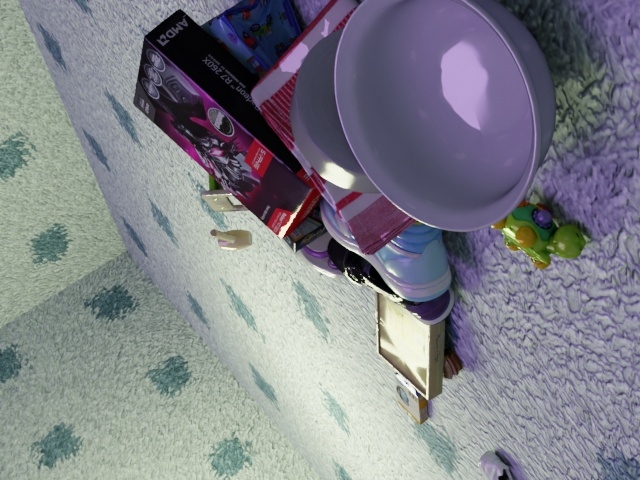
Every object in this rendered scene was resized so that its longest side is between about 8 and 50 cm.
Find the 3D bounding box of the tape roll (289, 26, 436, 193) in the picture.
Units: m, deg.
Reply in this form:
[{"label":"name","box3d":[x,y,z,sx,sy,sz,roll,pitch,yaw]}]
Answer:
[{"label":"tape roll","box3d":[0.071,-0.175,1.274,0.219,0.219,0.072,54,164,9]}]

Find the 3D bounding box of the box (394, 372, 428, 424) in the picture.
[{"label":"box","box3d":[0.201,0.340,2.111,0.081,0.028,0.136,43,155,35]}]

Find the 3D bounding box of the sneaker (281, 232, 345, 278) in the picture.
[{"label":"sneaker","box3d":[0.000,0.000,1.967,0.305,0.114,0.152,42,171,48]}]

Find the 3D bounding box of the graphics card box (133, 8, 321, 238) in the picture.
[{"label":"graphics card box","box3d":[-0.146,-0.186,1.605,0.371,0.094,0.233,44,155,3]}]

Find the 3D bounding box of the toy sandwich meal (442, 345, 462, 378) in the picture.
[{"label":"toy sandwich meal","box3d":[0.237,0.229,1.834,0.085,0.029,0.085,52,162,24]}]

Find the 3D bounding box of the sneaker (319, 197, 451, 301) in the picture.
[{"label":"sneaker","box3d":[0.101,-0.065,1.559,0.319,0.127,0.208,41,149,42]}]

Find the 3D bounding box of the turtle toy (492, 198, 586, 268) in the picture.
[{"label":"turtle toy","box3d":[0.284,-0.010,1.252,0.130,0.066,0.095,38,177,38]}]

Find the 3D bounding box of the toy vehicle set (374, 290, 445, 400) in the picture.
[{"label":"toy vehicle set","box3d":[0.167,0.160,1.811,0.166,0.035,0.266,41,146,41]}]

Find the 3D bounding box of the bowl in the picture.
[{"label":"bowl","box3d":[0.166,-0.170,1.124,0.298,0.134,0.297,29,134,36]}]

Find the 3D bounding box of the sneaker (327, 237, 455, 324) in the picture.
[{"label":"sneaker","box3d":[0.103,0.039,1.678,0.283,0.107,0.124,29,178,40]}]

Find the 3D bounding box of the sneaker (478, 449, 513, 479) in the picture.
[{"label":"sneaker","box3d":[0.358,0.492,1.923,0.061,0.054,0.152,30,148,48]}]

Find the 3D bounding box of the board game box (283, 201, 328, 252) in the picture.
[{"label":"board game box","box3d":[-0.054,-0.113,1.782,0.243,0.165,0.042,50,161,22]}]

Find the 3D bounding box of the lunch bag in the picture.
[{"label":"lunch bag","box3d":[-0.092,-0.263,1.646,0.221,0.138,0.293,-6,119,59]}]

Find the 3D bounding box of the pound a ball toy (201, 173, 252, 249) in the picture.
[{"label":"pound a ball toy","box3d":[-0.170,-0.098,2.027,0.319,0.136,0.208,85,180,-84]}]

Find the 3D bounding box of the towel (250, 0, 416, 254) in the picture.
[{"label":"towel","box3d":[0.056,-0.169,1.406,0.237,0.037,0.329,-42,78,31]}]
